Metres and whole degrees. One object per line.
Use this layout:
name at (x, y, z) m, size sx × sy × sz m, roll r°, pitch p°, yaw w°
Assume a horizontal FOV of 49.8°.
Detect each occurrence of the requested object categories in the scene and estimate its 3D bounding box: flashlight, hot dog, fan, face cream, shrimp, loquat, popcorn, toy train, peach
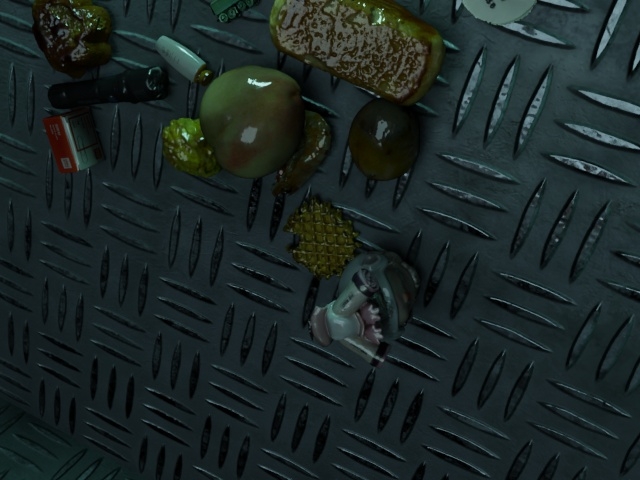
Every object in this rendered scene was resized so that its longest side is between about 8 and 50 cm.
flashlight at (-0.642, -0.447, 2.053) m, size 0.423 × 0.103 × 0.103 m, roll -1°, pitch 112°, yaw 25°
hot dog at (0.090, -0.478, 1.615) m, size 0.405 × 0.223 × 0.185 m, roll 24°, pitch 119°, yaw -2°
fan at (0.453, -0.615, 1.514) m, size 0.329 × 0.009 × 0.191 m, roll -35°, pitch 93°, yaw 35°
face cream at (-0.382, -0.503, 1.932) m, size 0.182 × 0.051 × 0.072 m, roll 38°, pitch 121°, yaw 7°
shrimp at (-0.070, -0.231, 1.908) m, size 0.154 × 0.062 × 0.294 m, roll 44°, pitch 121°, yaw 16°
loquat at (0.159, -0.254, 1.713) m, size 0.179 × 0.179 × 0.228 m, roll 16°, pitch 136°, yaw 18°
popcorn at (-0.353, -0.272, 1.952) m, size 0.197 × 0.197 × 0.156 m, roll 34°, pitch 107°, yaw 8°
toy train at (-0.225, -0.626, 1.812) m, size 0.147 × 0.038 × 0.071 m, roll -22°, pitch 99°, yaw 32°
peach at (-0.173, -0.313, 1.786) m, size 0.292 × 0.247 × 0.293 m, roll -6°, pitch 82°, yaw 43°

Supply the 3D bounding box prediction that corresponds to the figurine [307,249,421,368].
figurine at (0.130, 0.148, 1.806) m, size 0.210 × 0.361 × 0.253 m, roll 10°, pitch 112°, yaw 22°

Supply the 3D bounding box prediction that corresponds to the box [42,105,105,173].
box at (-0.764, -0.315, 2.147) m, size 0.099 × 0.133 × 0.182 m, roll -2°, pitch 110°, yaw 25°

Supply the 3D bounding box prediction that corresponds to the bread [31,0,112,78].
bread at (-0.718, -0.611, 1.993) m, size 0.232 × 0.135 × 0.247 m, roll -20°, pitch 98°, yaw 18°

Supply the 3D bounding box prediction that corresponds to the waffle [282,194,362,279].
waffle at (0.000, 0.000, 1.981) m, size 0.231 × 0.051 × 0.229 m, roll 44°, pitch 120°, yaw 1°
